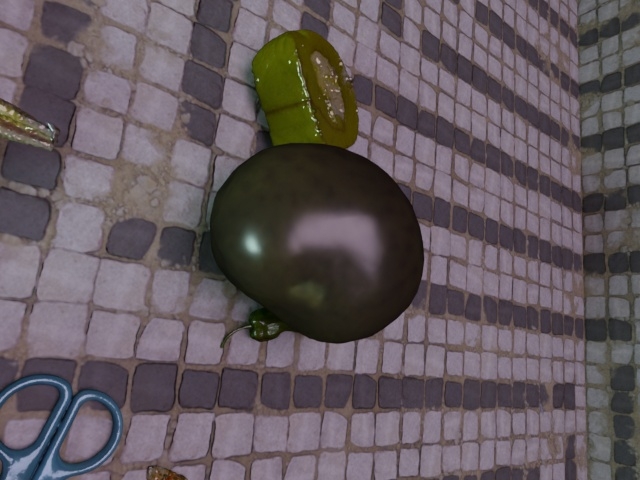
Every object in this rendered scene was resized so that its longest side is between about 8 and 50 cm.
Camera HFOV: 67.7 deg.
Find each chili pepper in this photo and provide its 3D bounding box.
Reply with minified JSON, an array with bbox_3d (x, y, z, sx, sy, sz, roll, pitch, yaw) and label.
[{"bbox_3d":[-0.092,0.167,0.948,0.204,0.072,0.073,3,74,-35],"label":"chili pepper"}]

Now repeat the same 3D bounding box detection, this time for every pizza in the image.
[{"bbox_3d":[-0.269,0.417,0.803,0.083,0.025,0.078,-39,110,-34],"label":"pizza"}]

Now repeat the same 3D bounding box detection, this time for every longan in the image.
[{"bbox_3d":[0.000,0.000,0.871,0.405,0.336,0.404,32,30,-21],"label":"longan"}]

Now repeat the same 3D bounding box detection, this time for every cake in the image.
[{"bbox_3d":[-0.027,-0.304,1.015,0.179,0.156,0.260,-27,106,-53],"label":"cake"}]

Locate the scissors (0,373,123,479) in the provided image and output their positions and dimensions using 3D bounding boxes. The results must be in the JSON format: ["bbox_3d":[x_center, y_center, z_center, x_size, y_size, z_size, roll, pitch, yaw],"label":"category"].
[{"bbox_3d":[-0.447,0.418,0.661,0.193,0.029,0.446,33,64,-29],"label":"scissors"}]

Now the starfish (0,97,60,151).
[{"bbox_3d":[-0.549,-0.279,0.537,0.384,0.132,0.397,-8,81,-43],"label":"starfish"}]
